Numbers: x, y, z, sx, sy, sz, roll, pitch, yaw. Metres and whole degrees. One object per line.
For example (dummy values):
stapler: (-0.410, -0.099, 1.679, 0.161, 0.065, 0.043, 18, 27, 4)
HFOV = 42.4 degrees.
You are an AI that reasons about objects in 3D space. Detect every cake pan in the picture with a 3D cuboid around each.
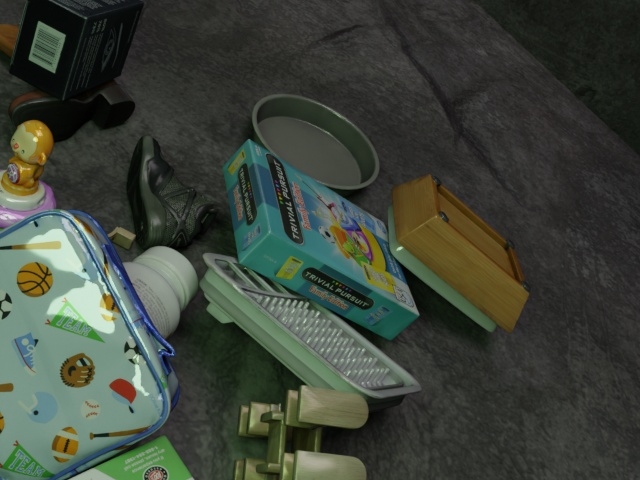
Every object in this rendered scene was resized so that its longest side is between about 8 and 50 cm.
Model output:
cake pan: (-0.017, -0.194, 1.726, 0.293, 0.054, 0.293, 20, 39, -17)

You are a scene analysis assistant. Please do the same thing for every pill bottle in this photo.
pill bottle: (-0.270, 0.105, 1.142, 0.131, 0.131, 0.229, 36, 37, 4)

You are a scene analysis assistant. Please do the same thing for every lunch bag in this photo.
lunch bag: (-0.306, 0.125, 0.961, 0.303, 0.243, 0.115, 63, -3, -2)

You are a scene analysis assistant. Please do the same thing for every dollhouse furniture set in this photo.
dollhouse furniture set: (-0.002, 0.316, 1.045, 0.161, 0.212, 0.242, 13, 68, -23)

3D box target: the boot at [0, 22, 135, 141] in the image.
boot: (-0.506, -0.307, 1.464, 0.280, 0.096, 0.264, 43, 38, 15)

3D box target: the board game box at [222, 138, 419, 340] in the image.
board game box: (0.000, 0.000, 1.405, 0.336, 0.079, 0.253, 30, 27, -33)

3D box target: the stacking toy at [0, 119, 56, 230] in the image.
stacking toy: (-0.394, -0.027, 1.054, 0.166, 0.301, 0.175, -13, 53, -44)

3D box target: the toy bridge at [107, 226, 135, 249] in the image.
toy bridge: (-0.347, 0.034, 1.254, 0.063, 0.026, 0.188, 28, 37, -5)

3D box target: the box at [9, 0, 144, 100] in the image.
box: (-0.408, -0.346, 1.395, 0.108, 0.153, 0.207, 28, 26, 3)

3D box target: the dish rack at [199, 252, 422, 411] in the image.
dish rack: (-0.022, 0.147, 1.224, 0.333, 0.072, 0.285, 37, 7, 23)

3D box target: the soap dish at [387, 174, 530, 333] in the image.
soap dish: (0.262, 0.018, 1.569, 0.291, 0.118, 0.229, 39, 23, -16)

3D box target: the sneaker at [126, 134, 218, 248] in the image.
sneaker: (-0.254, -0.078, 1.401, 0.130, 0.087, 0.227, 7, 47, -33)

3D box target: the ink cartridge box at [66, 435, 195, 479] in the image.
ink cartridge box: (-0.191, 0.385, 0.897, 0.201, 0.117, 0.278, -17, 60, -46)
